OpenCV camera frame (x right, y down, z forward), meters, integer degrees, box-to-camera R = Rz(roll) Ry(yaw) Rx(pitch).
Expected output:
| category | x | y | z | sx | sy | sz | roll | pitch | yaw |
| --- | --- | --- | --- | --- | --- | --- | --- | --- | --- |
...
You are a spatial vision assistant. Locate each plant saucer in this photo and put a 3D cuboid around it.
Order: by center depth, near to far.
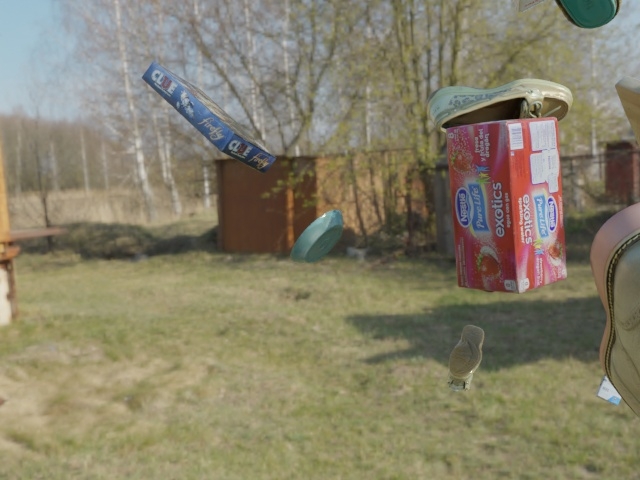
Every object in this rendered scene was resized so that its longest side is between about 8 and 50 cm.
| category | x | y | z | sx | sy | sz | roll | pitch | yaw |
| --- | --- | --- | --- | --- | --- | --- | --- | --- | --- |
| plant saucer | 0.000 | 0.000 | 1.278 | 0.021 | 0.119 | 0.119 | 44 | 28 | 21 |

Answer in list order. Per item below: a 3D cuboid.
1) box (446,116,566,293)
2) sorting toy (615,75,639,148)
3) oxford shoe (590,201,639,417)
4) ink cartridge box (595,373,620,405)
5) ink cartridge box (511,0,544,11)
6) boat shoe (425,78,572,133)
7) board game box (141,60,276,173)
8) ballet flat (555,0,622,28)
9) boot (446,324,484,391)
| category | x | y | z | sx | sy | sz | roll | pitch | yaw |
| --- | --- | --- | --- | --- | --- | --- | --- | --- | --- |
| box | 0.288 | -0.056 | 1.161 | 0.128 | 0.257 | 0.122 | -12 | 9 | -37 |
| sorting toy | 0.622 | -0.148 | 1.185 | 0.089 | 0.255 | 0.257 | -41 | 37 | 1 |
| oxford shoe | 0.381 | 0.139 | 0.796 | 0.140 | 0.397 | 0.147 | -25 | 40 | 14 |
| ink cartridge box | 0.655 | 0.320 | 1.680 | 0.048 | 0.083 | 0.028 | 26 | -9 | 12 |
| ink cartridge box | 0.572 | -0.712 | 1.984 | 0.139 | 0.082 | 0.191 | -26 | -19 | 3 |
| boat shoe | 0.346 | -0.239 | 1.429 | 0.285 | 0.105 | 0.089 | -6 | 42 | -4 |
| board game box | -0.209 | -0.231 | 1.421 | 0.243 | 0.042 | 0.165 | 43 | 9 | 24 |
| ballet flat | 0.347 | -0.470 | 1.125 | 0.348 | 0.123 | 0.123 | 42 | -23 | -32 |
| boot | 0.375 | 0.345 | 1.992 | 0.077 | 0.165 | 0.213 | 18 | 33 | 13 |
